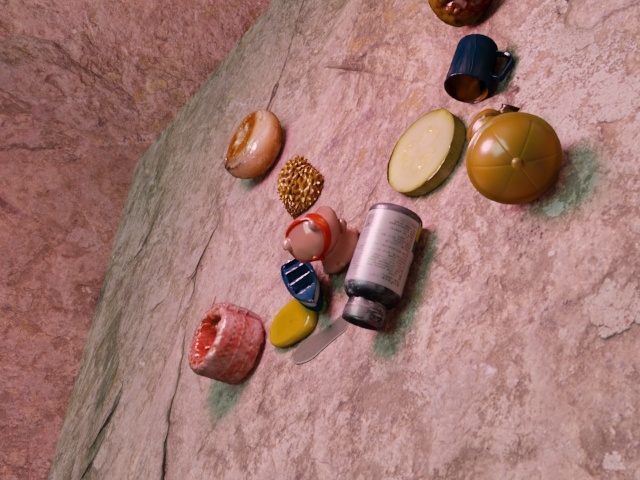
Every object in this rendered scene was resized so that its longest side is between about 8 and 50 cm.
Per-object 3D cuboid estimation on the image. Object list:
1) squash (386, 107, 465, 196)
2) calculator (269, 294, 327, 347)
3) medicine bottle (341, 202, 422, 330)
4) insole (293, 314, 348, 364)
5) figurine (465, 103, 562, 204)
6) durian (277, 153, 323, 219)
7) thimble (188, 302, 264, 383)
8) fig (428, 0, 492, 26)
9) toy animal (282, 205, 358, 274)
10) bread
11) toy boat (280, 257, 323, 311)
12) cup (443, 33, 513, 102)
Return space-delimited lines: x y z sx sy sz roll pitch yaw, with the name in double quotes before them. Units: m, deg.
"squash" 0.275 -0.229 1.664 0.252 0.049 0.252 -38 37 37
"calculator" -0.068 0.224 1.798 0.235 0.032 0.146 -38 37 32
"medicine bottle" 0.142 0.065 1.504 0.141 0.141 0.293 -7 58 55
"insole" -0.002 0.270 1.684 0.232 0.003 0.080 -40 35 31
"figurine" 0.389 -0.192 1.332 0.192 0.167 0.257 -63 24 23
"durian" -0.072 -0.187 2.103 0.182 0.165 0.132 -42 -6 -13
"thimble" -0.290 0.315 1.936 0.239 0.162 0.239 -42 33 35
"fig" 0.401 -0.708 1.759 0.181 0.181 0.191 -10 38 54
"toy animal" 0.000 0.000 1.724 0.171 0.197 0.171 -32 44 36
"bread" -0.261 -0.375 2.504 0.305 0.158 0.306 -34 39 32
"toy boat" -0.046 0.126 1.773 0.096 0.062 0.299 -31 23 -2
"cup" 0.406 -0.438 1.604 0.113 0.150 0.138 100 -171 -69
